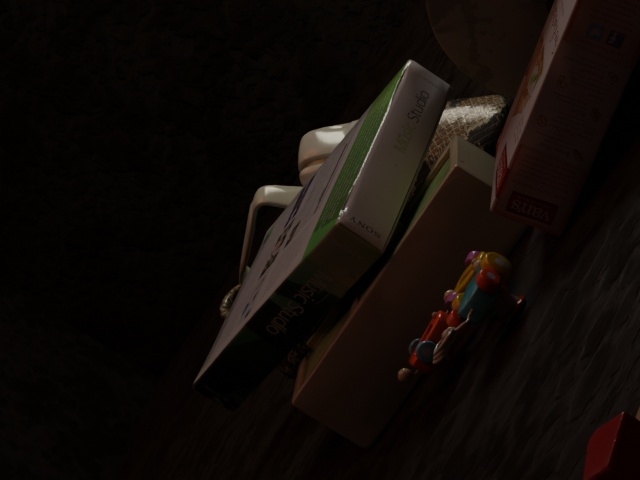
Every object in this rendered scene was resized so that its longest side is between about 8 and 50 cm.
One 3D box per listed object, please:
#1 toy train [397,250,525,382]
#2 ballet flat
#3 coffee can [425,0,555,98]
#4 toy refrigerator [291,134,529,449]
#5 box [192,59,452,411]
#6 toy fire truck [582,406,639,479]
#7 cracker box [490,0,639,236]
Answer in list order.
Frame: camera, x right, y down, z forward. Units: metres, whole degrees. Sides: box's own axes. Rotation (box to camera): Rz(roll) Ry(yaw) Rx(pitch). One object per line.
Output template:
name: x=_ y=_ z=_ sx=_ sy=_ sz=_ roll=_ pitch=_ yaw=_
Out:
toy train: x=0.118 y=0.069 z=1.542 sx=0.125 sy=0.046 sz=0.166 roll=-60 pitch=4 yaw=-6
ballet flat: x=0.018 y=-0.019 z=2.069 sx=0.483 sy=0.182 sz=0.164 roll=-51 pitch=13 yaw=45
coffee can: x=0.203 y=-0.264 z=1.743 sx=0.201 sy=0.201 sz=0.275 roll=-55 pitch=8 yaw=23
toy refrigerator: x=0.079 y=0.045 z=1.712 sx=0.269 sy=0.094 sz=0.102 roll=-57 pitch=7 yaw=19
box: x=0.000 y=0.000 z=1.832 sx=0.322 sy=0.058 sz=0.232 roll=-50 pitch=11 yaw=48
toy fire truck: x=0.206 y=0.042 z=0.991 sx=0.135 sy=0.047 sz=0.192 roll=-53 pitch=7 yaw=45
cracker box: x=0.207 y=-0.140 z=1.529 sx=0.156 sy=0.067 sz=0.232 roll=-74 pitch=3 yaw=-66
